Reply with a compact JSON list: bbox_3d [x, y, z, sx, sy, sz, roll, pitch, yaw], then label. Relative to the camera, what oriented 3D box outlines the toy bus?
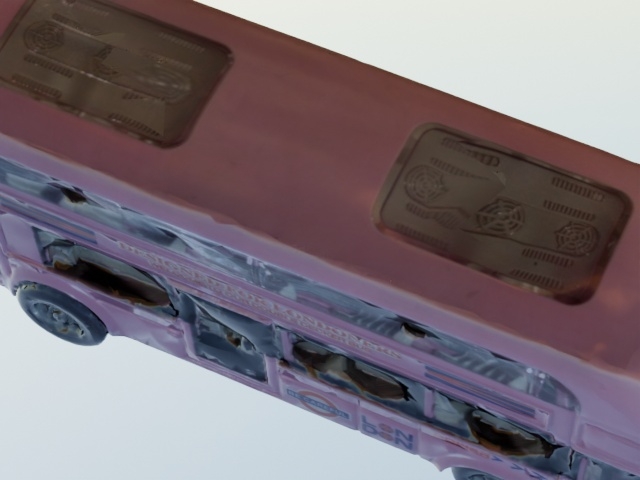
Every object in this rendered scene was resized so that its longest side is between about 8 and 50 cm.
[{"bbox_3d":[0.000,0.000,0.437,0.203,0.063,0.090,21,153,14],"label":"toy bus"}]
